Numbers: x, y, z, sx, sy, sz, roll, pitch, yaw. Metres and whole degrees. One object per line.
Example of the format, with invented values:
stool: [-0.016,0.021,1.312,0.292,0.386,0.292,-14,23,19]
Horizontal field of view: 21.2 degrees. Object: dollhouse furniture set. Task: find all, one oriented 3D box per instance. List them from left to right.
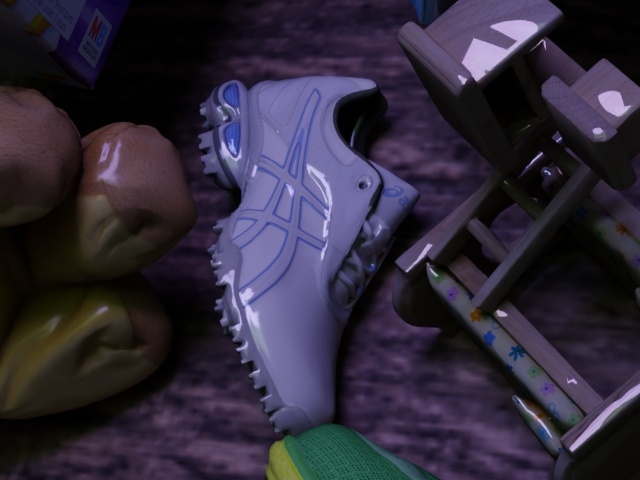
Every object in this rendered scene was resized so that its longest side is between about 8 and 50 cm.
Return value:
dollhouse furniture set: [0.098,0.026,0.584,0.101,0.161,0.182,-41,53,-2]

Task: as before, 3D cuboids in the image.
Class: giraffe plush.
giraffe plush: [-0.167,-0.008,0.744,0.210,0.181,0.170,-59,37,28]

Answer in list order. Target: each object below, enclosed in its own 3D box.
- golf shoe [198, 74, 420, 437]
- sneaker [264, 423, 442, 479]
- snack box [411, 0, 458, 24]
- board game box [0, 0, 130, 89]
golf shoe: [0.000,0.000,0.704,0.086,0.069,0.176,-14,59,9]
sneaker: [0.114,0.131,0.564,0.295,0.109,0.123,24,65,26]
snack box: [0.160,-0.212,0.679,0.322,0.060,0.187,-16,64,-9]
board game box: [-0.126,-0.224,0.698,0.144,0.142,0.275,15,75,25]
